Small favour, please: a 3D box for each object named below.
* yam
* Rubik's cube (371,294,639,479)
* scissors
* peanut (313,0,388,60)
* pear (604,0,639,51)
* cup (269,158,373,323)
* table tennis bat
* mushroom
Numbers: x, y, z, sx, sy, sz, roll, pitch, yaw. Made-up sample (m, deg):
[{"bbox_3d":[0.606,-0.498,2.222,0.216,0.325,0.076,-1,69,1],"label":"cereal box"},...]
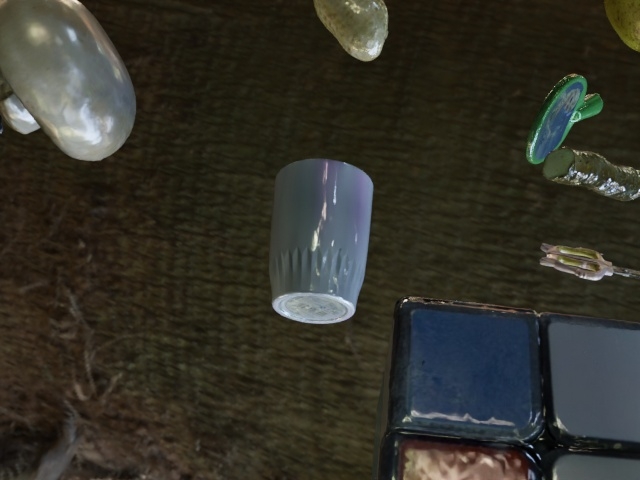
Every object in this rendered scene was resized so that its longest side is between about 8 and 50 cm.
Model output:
[{"bbox_3d":[0.420,-0.101,1.201,0.253,0.061,0.061,7,103,-46],"label":"yam"},{"bbox_3d":[0.213,0.279,0.877,0.318,0.316,0.313,87,10,-56],"label":"Rubik's cube"},{"bbox_3d":[0.656,0.063,1.780,0.160,0.317,0.024,-53,153,-63],"label":"scissors"},{"bbox_3d":[0.065,-0.521,1.777,0.137,0.253,0.122,-36,174,-19],"label":"peanut"},{"bbox_3d":[0.526,-0.373,1.160,0.197,0.197,0.197,19,90,-73],"label":"pear"},{"bbox_3d":[0.000,0.000,1.957,0.253,0.253,0.371,73,18,-62],"label":"cup"},{"bbox_3d":[0.422,-0.213,1.351,0.257,0.039,0.160,-25,140,-47],"label":"table tennis bat"},{"bbox_3d":[-0.536,-0.311,1.559,0.294,0.362,0.362,-28,155,-3],"label":"mushroom"}]
